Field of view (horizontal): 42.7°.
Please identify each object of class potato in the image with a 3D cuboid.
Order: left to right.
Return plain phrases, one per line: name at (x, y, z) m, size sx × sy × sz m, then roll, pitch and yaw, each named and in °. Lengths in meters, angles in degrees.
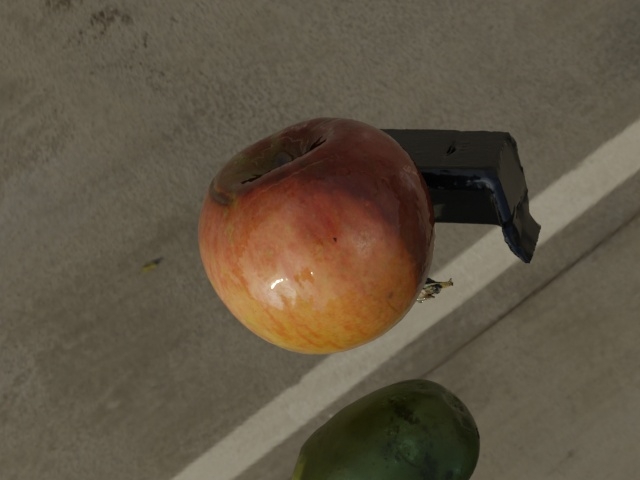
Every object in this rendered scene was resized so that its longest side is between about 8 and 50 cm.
potato at (0.104, 0.341, 1.284) m, size 0.304 × 0.216 × 0.216 m, roll -20°, pitch 129°, yaw -6°

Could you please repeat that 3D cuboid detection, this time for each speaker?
speaker at (0.190, -0.085, 1.467) m, size 0.388 × 0.180 × 0.184 m, roll 5°, pitch 122°, yaw 23°

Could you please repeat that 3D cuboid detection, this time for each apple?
apple at (0.000, 0.000, 1.247) m, size 0.364 × 0.364 × 0.364 m, roll -12°, pitch 127°, yaw -16°

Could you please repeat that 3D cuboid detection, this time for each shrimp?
shrimp at (0.175, 0.075, 1.738) m, size 0.223 × 0.126 × 0.047 m, roll -3°, pitch 154°, yaw 26°
